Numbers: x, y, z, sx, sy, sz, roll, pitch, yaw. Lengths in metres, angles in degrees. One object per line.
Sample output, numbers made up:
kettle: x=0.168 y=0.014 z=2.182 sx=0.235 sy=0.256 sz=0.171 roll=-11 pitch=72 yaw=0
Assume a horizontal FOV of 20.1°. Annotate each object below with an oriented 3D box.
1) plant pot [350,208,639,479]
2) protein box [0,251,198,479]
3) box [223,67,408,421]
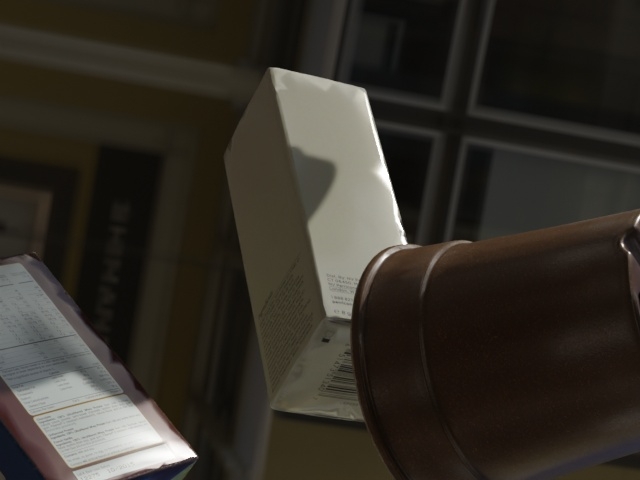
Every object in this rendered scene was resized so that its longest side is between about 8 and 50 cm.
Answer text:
plant pot: x=0.131 y=0.062 z=1.011 sx=0.165 sy=0.167 sz=0.167 roll=-17 pitch=-125 yaw=32
protein box: x=-0.231 y=0.151 z=1.228 sx=0.201 sy=0.136 sz=0.200 roll=49 pitch=-59 yaw=22
box: x=0.000 y=0.000 z=1.397 sx=0.275 sy=0.094 sz=0.113 roll=-101 pitch=-149 yaw=-42
